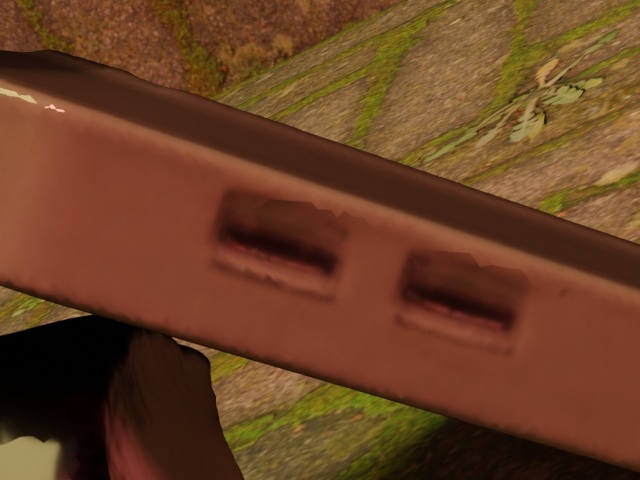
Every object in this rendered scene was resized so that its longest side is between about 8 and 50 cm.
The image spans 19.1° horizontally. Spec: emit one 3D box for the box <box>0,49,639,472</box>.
[{"bbox_3d":[0.000,0.000,0.814,0.367,0.373,0.090,-156,85,-73],"label":"box"}]

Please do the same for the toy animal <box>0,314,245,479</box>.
[{"bbox_3d":[-0.176,0.163,0.722,0.310,0.251,0.251,-22,15,13],"label":"toy animal"}]
